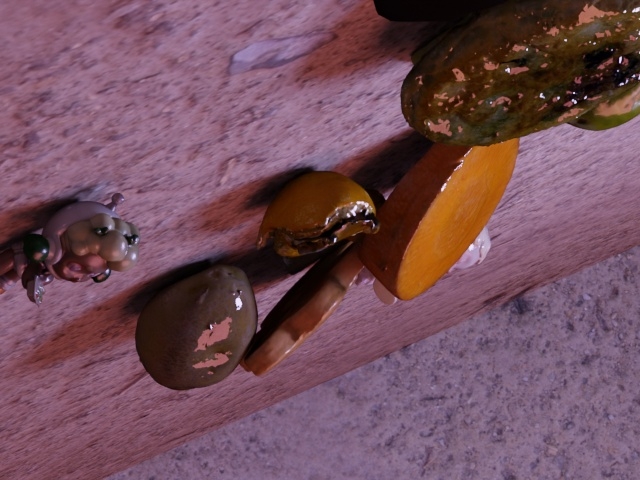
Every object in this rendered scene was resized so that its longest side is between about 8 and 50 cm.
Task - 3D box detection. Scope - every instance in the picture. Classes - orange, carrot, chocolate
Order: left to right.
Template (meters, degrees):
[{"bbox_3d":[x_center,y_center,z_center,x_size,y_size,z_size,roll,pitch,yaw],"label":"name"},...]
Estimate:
[{"bbox_3d":[-0.005,-0.036,1.914,0.170,0.112,0.160,-5,-178,9],"label":"orange"},{"bbox_3d":[0.061,-0.037,2.116,0.085,0.085,0.085,-26,167,-6],"label":"orange"},{"bbox_3d":[0.103,-0.265,1.289,0.149,0.080,0.125,-14,139,40],"label":"chocolate"},{"bbox_3d":[0.172,-0.061,2.071,0.258,0.100,0.307,-19,142,-59],"label":"carrot"}]

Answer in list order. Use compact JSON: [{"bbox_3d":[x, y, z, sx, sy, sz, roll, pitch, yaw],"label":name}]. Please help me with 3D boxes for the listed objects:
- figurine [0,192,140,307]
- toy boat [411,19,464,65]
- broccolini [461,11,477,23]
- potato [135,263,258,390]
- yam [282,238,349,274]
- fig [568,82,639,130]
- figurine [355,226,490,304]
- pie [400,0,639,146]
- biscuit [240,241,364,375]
[{"bbox_3d":[-0.288,0.020,1.603,0.197,0.093,0.147,-31,156,18],"label":"figurine"},{"bbox_3d":[0.233,-0.246,1.630,0.276,0.084,0.111,-34,164,31],"label":"toy boat"},{"bbox_3d":[0.212,-0.292,1.542,0.052,0.054,0.194,26,140,-36],"label":"broccolini"},{"bbox_3d":[-0.178,0.126,2.118,0.235,0.160,0.178,-52,178,40],"label":"potato"},{"bbox_3d":[0.000,0.000,2.189,0.132,0.054,0.054,-29,167,1],"label":"yam"},{"bbox_3d":[0.354,-0.211,1.842,0.167,0.167,0.233,-30,160,12],"label":"fig"},{"bbox_3d":[0.179,0.008,2.429,0.257,0.144,0.182,-16,142,-34],"label":"figurine"},{"bbox_3d":[0.250,-0.190,1.570,0.323,0.070,0.323,-14,158,-6],"label":"pie"},{"bbox_3d":[-0.018,0.100,2.246,0.275,0.052,0.355,-44,-176,12],"label":"biscuit"}]
